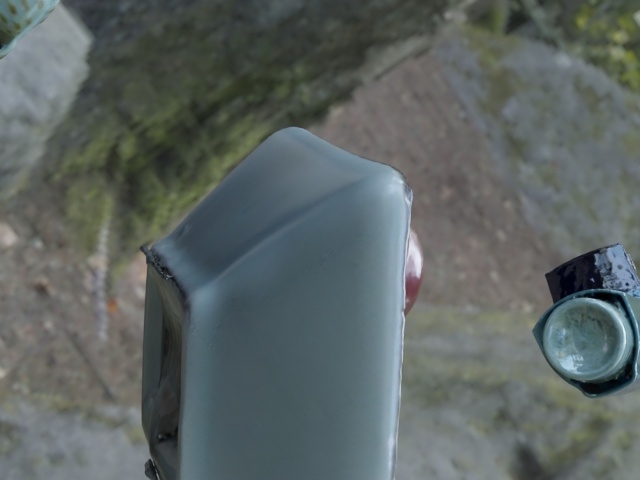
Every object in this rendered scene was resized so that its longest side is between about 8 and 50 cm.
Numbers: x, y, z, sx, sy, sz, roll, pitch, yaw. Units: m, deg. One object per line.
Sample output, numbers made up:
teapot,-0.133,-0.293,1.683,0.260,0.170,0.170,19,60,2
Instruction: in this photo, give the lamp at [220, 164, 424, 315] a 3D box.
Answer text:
lamp,0.000,0.000,1.384,0.182,0.140,0.182,31,-10,6

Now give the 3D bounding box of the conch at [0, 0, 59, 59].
conch,-0.330,-0.250,1.326,0.215,0.319,0.303,-142,-154,-87

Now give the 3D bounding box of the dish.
dish,-0.030,0.050,0.715,0.243,0.080,0.182,-143,-125,-78

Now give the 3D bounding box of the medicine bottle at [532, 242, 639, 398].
medicine bottle,0.223,0.067,1.429,0.124,0.079,0.258,70,14,7
